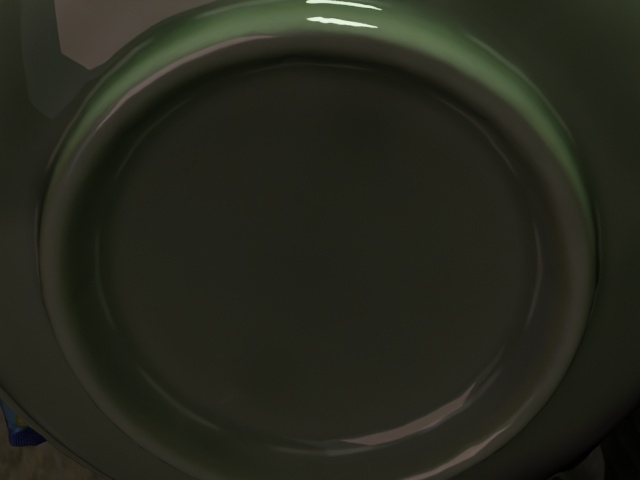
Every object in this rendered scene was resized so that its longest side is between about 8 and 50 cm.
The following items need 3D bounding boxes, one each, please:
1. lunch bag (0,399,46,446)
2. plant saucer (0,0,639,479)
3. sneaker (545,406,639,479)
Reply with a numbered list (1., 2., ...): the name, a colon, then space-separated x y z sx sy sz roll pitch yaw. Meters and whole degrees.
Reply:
1. lunch bag: -0.183 -0.055 0.605 0.293 0.138 0.221 40 131 43
2. plant saucer: 0.000 0.000 0.395 0.400 0.100 0.400 1 117 1
3. sneaker: 0.171 0.148 0.431 0.330 0.146 0.122 -27 54 10
